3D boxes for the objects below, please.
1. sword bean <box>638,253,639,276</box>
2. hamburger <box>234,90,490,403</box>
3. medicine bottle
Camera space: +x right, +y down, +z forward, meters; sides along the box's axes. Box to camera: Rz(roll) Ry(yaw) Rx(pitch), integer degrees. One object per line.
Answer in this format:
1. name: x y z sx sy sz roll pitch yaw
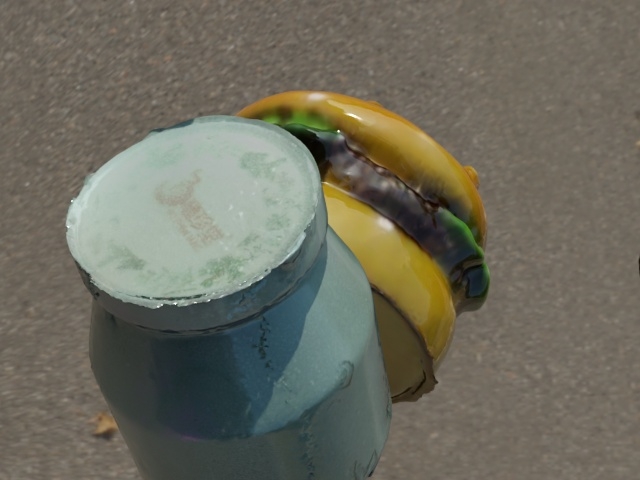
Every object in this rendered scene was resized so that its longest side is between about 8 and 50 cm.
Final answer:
1. sword bean: 0.194 -0.036 0.329 0.038 0.269 0.043 16 60 -25
2. hamburger: 0.000 0.000 1.406 0.396 0.396 0.277 39 54 -19
3. medicine bottle: -0.073 0.069 0.933 0.245 0.245 0.290 -46 146 -29
